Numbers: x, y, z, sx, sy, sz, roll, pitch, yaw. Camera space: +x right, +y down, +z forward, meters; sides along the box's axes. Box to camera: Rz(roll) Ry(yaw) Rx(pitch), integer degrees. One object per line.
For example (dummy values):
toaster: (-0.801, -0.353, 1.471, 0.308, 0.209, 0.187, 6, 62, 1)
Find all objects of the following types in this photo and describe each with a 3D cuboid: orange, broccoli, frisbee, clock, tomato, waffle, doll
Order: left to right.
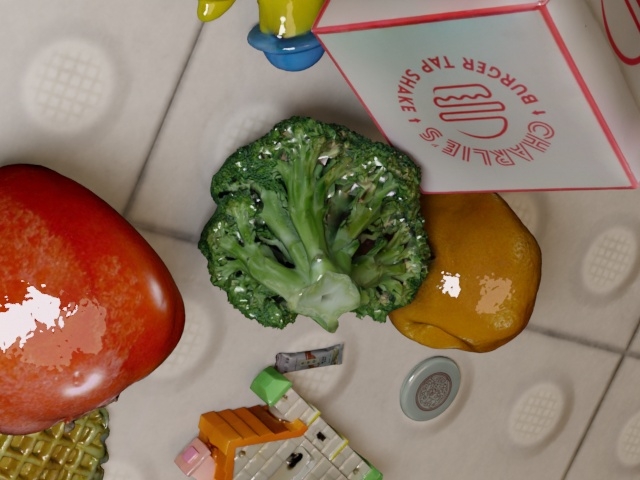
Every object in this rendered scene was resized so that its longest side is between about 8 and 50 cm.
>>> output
tomato: (-0.320, 0.065, 1.620, 0.293, 0.325, 0.290, -31, 101, -6)
waffle: (-0.359, 0.273, 1.860, 0.214, 0.054, 0.208, -25, 127, -27)
doll: (-0.080, -0.330, 1.702, 0.363, 0.145, 0.199, 39, 80, -48)
clock: (-0.073, 0.322, 2.058, 0.220, 0.106, 0.255, -46, 125, -8)
broccoli: (0.000, 0.000, 1.833, 0.307, 0.275, 0.308, -7, 126, -10)
frisbee: (0.167, 0.225, 2.225, 0.110, 0.014, 0.110, -16, 121, -28)
orange: (0.177, 0.031, 1.995, 0.183, 0.249, 0.249, 14, 104, -45)

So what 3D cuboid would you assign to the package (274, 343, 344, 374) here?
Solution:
package: (-0.015, 0.167, 2.071, 0.110, 0.015, 0.037, -8, 122, -30)

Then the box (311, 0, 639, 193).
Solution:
box: (0.231, -0.264, 1.780, 0.312, 0.314, 0.300, 52, 51, -39)
